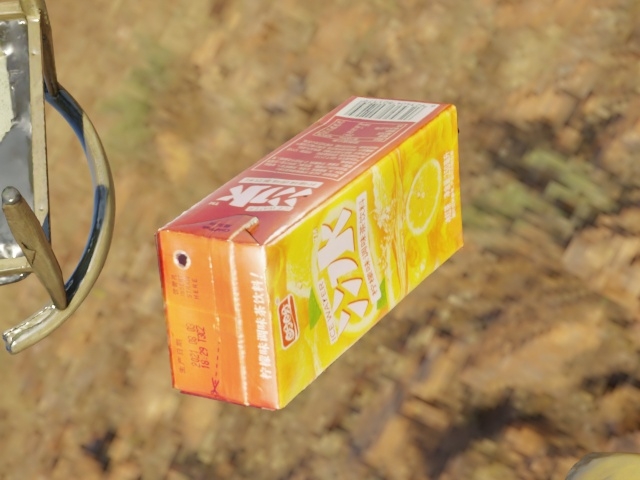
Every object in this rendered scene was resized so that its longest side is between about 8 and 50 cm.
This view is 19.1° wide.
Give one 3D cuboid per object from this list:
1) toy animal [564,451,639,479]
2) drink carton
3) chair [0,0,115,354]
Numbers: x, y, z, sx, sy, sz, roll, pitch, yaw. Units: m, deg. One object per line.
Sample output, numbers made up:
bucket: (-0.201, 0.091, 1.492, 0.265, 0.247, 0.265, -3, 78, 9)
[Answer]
toy animal: (0.289, 0.252, 1.486, 0.195, 0.281, 0.169, 114, 166, -50)
drink carton: (0.000, 0.000, 1.042, 0.223, 0.071, 0.096, -38, -50, -54)
chair: (-0.216, -0.050, 1.033, 0.272, 0.166, 0.188, 72, -167, -74)
